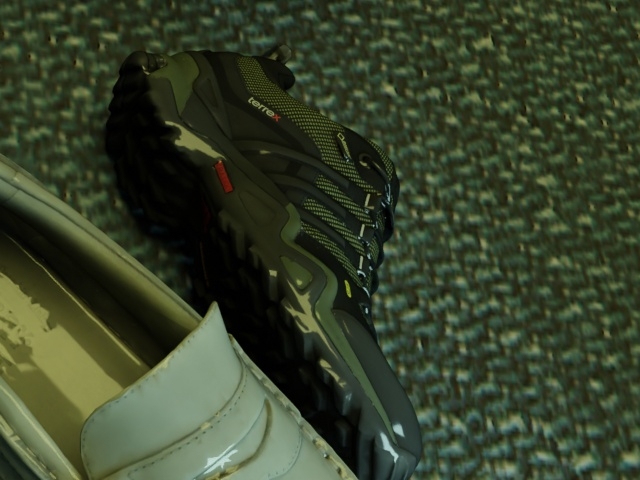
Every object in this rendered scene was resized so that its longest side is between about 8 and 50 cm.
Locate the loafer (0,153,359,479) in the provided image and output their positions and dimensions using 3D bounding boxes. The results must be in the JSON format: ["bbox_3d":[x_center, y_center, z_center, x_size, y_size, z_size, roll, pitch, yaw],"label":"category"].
[{"bbox_3d":[-0.065,0.077,0.694,0.319,0.111,0.112,38,50,2],"label":"loafer"}]

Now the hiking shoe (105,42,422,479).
[{"bbox_3d":[0.000,0.000,0.796,0.114,0.086,0.227,-17,66,-30],"label":"hiking shoe"}]
